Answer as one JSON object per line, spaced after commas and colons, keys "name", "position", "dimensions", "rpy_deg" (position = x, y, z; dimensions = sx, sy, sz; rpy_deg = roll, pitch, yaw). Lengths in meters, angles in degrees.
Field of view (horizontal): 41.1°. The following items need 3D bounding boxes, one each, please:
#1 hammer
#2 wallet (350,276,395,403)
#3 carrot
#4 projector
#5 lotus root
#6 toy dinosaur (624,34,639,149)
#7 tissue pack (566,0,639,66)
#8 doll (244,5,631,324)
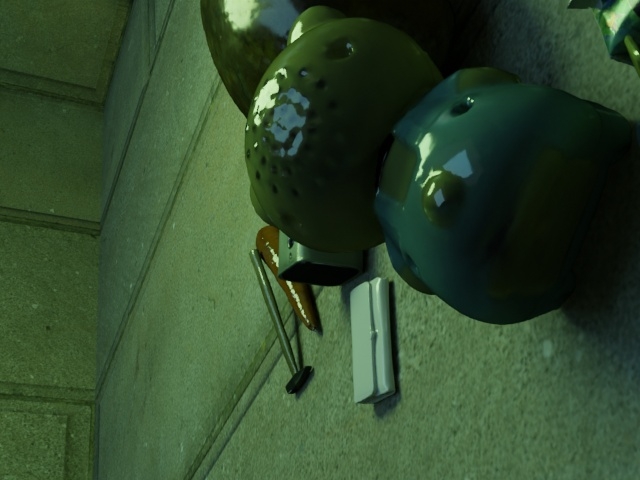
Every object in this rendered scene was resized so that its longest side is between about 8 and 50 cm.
{"name": "hammer", "position": [-0.056, 0.094, 1.089], "dimensions": [0.062, 0.013, 0.199], "rpy_deg": [-54, 48, 46]}
{"name": "wallet", "position": [0.053, 0.102, 0.871], "dimensions": [0.061, 0.025, 0.122], "rpy_deg": [-36, 48, 51]}
{"name": "carrot", "position": [-0.040, 0.046, 1.098], "dimensions": [0.048, 0.048, 0.216], "rpy_deg": [-69, 30, 27]}
{"name": "projector", "position": [0.000, 0.000, 0.959], "dimensions": [0.083, 0.083, 0.082], "rpy_deg": [143, 132, -60]}
{"name": "lotus root", "position": [0.002, -0.216, 0.856], "dimensions": [0.346, 0.250, 0.251], "rpy_deg": [-114, 39, -50]}
{"name": "toy dinosaur", "position": [0.207, -0.137, 0.435], "dimensions": [0.153, 0.094, 0.259], "rpy_deg": [4, 115, 64]}
{"name": "tissue pack", "position": [0.212, -0.176, 0.526], "dimensions": [0.111, 0.079, 0.085], "rpy_deg": [127, 146, -49]}
{"name": "doll", "position": [0.060, -0.056, 0.616], "dimensions": [0.260, 0.161, 0.177], "rpy_deg": [28, 111, 33]}
